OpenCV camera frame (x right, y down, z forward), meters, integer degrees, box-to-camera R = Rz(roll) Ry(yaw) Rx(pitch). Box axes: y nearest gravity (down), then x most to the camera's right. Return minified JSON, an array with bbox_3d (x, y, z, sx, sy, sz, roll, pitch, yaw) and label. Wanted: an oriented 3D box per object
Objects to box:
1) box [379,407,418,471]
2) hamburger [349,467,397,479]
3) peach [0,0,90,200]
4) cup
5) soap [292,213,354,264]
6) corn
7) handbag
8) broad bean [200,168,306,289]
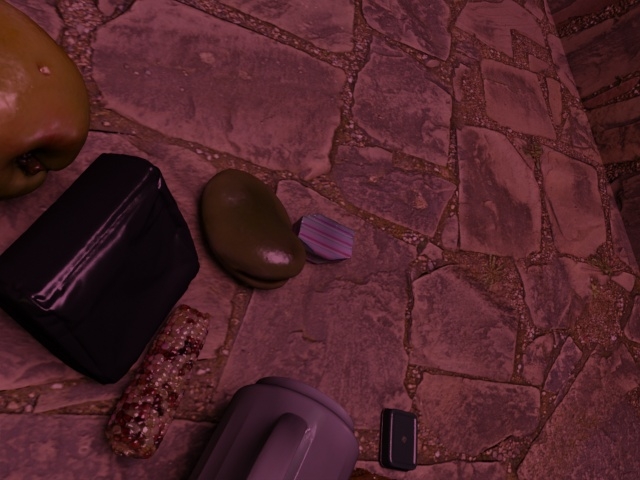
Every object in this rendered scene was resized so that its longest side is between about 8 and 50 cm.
[{"bbox_3d":[0.171,0.429,1.268,0.091,0.031,0.126,24,57,-29],"label":"box"},{"bbox_3d":[0.095,0.528,1.050,0.245,0.211,0.260,-38,100,-45],"label":"hamburger"},{"bbox_3d":[-0.505,-0.200,0.834,0.316,0.314,0.281,42,67,-12],"label":"peach"},{"bbox_3d":[-0.087,0.380,0.898,0.237,0.322,0.326,24,52,8],"label":"cup"},{"bbox_3d":[0.000,0.000,1.295,0.149,0.056,0.100,24,57,-29],"label":"soap"},{"bbox_3d":[-0.261,0.226,0.976,0.092,0.092,0.280,37,52,-21],"label":"corn"},{"bbox_3d":[-0.352,0.047,0.947,0.178,0.275,0.301,15,53,19],"label":"handbag"},{"bbox_3d":[-0.142,-0.021,1.171,0.189,0.121,0.263,-17,68,-36],"label":"broad bean"}]
